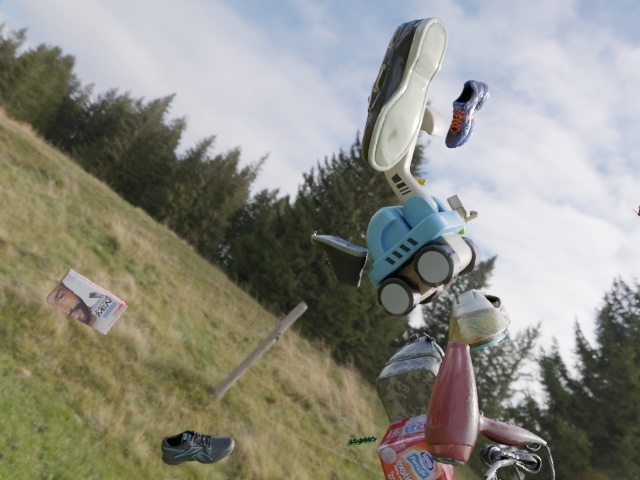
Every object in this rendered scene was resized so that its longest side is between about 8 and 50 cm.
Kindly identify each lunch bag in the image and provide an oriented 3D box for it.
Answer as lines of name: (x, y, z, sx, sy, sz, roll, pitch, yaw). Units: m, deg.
lunch bag: (0.329, 0.470, 1.493, 0.304, 0.213, 0.256, 64, 24, -3)

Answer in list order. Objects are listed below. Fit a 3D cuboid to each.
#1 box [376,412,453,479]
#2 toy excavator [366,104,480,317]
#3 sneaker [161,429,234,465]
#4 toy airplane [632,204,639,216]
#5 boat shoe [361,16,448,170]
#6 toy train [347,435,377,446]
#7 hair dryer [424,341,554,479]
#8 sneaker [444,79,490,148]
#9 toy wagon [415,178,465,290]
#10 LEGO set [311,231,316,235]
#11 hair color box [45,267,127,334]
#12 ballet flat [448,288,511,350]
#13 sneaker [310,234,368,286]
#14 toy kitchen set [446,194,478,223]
box: (0.220, 0.482, 1.089, 0.257, 0.128, 0.122, 27, 44, -73)
toy excavator: (0.244, -0.082, 1.306, 0.222, 0.433, 0.445, -12, 61, -54)
sneaker: (-0.456, 0.761, 1.786, 0.101, 0.268, 0.106, -113, -161, -65)
toy airplane: (0.994, -0.060, 1.443, 0.151, 0.028, 0.151, 29, 23, -14)
boat shoe: (0.111, -0.212, 0.708, 0.081, 0.227, 0.069, 21, 2, -44)
toy train: (0.106, 0.511, 1.231, 0.083, 0.023, 0.017, 5, 47, -26)
hair dryer: (0.261, 0.311, 0.798, 0.080, 0.224, 0.293, -25, -97, 49)
sneaker: (0.431, -0.389, 1.479, 0.087, 0.221, 0.083, 15, 9, -39)
toy wagon: (0.299, -0.013, 1.459, 0.068, 0.268, 0.344, -47, 129, -68)
LEGO set: (-0.002, 0.001, 1.982, 0.083, 0.054, 0.023, 40, -27, -27)
hair color box: (-0.596, 0.157, 1.239, 0.167, 0.093, 0.053, 39, -9, -25)
ballet flat: (0.330, 0.159, 1.020, 0.123, 0.123, 0.349, 34, 10, 24)
sneaker: (0.040, 0.056, 1.445, 0.083, 0.118, 0.222, 0, 16, -40)
toy kitchen set: (0.444, -0.097, 1.513, 0.083, 0.068, 0.075, 58, 9, -62)
